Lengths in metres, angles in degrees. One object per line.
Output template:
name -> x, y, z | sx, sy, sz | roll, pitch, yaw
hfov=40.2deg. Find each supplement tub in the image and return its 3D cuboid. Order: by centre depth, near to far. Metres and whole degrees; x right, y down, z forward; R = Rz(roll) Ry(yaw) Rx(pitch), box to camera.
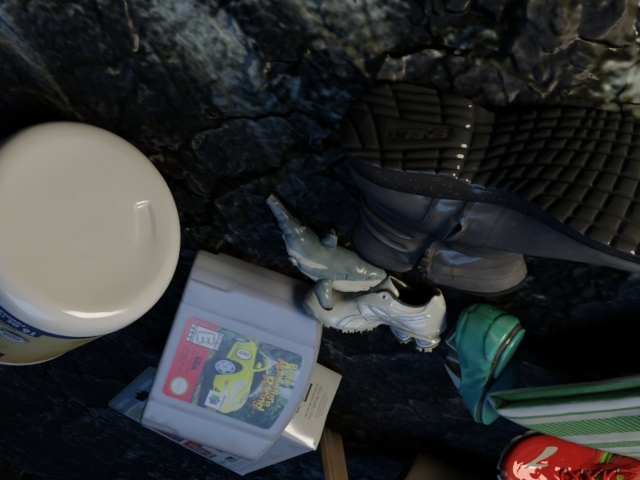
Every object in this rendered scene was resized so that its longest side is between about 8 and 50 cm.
supplement tub -> -0.322, 0.019, 0.997 | 0.228, 0.228, 0.316 | 33, 148, -23

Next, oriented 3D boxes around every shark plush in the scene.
shark plush -> 0.000, 0.000, 0.981 | 0.067, 0.073, 0.161 | -32, 104, 32

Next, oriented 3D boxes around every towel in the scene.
towel -> 0.387, 0.213, 1.020 | 0.325, 0.038, 0.248 | 21, 154, -33

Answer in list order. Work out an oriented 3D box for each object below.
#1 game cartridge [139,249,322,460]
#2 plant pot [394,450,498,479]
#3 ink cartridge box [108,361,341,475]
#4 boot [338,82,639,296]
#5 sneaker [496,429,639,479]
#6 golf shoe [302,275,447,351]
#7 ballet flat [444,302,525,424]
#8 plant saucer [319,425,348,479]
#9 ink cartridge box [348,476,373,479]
game cartridge -> -0.111, 0.163, 1.151 | 0.196, 0.060, 0.294 | 18, 121, -8
plant pot -> 0.229, 0.516, 1.478 | 0.280, 0.323, 0.323 | 33, 153, 8
ink cartridge box -> -0.162, 0.240, 1.383 | 0.272, 0.130, 0.309 | 30, 149, -14
boot -> 0.181, -0.016, 0.770 | 0.338, 0.118, 0.223 | 22, 156, 20
sneaker -> 0.384, 0.324, 1.197 | 0.279, 0.107, 0.118 | 10, 173, -3
golf shoe -> 0.065, 0.068, 1.034 | 0.176, 0.069, 0.086 | 10, 130, 12
ballet flat -> 0.195, 0.144, 1.067 | 0.087, 0.083, 0.247 | 35, 158, 24
plant saucer -> 0.036, 0.455, 1.517 | 0.041, 0.278, 0.278 | -9, 149, -1
ink cartridge box -> 0.110, 0.552, 1.780 | 0.181, 0.104, 0.061 | 25, 151, -10
